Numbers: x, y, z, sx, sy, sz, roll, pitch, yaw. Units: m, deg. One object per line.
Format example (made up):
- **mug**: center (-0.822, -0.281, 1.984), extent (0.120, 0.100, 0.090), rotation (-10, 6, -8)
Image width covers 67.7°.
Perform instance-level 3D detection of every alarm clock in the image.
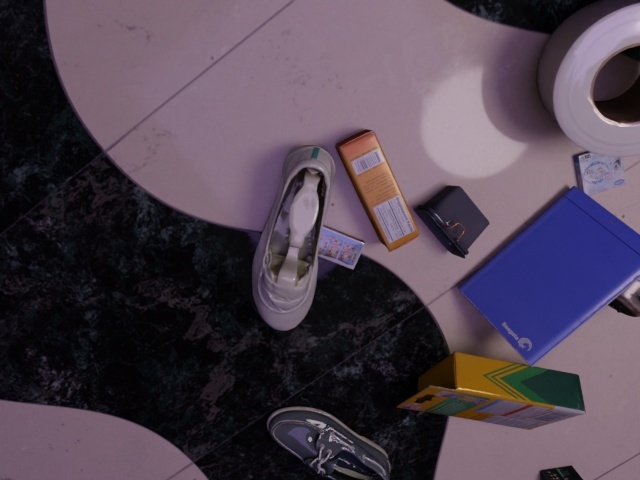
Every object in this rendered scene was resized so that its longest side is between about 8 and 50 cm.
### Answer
- **alarm clock**: center (0.615, 0.106, 0.969), extent (0.129, 0.192, 0.064), rotation (38, 90, -11)

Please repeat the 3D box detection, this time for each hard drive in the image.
- **hard drive**: center (0.471, 0.069, 0.966), extent (0.318, 0.040, 0.210), rotation (-44, 59, 9)

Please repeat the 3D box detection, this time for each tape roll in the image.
- **tape roll**: center (0.521, -0.288, 0.832), extent (0.246, 0.169, 0.246), rotation (7, 120, 11)

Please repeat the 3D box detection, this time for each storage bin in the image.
- **storage bin**: center (0.274, -0.045, 0.969), extent (0.091, 0.098, 0.135), rotation (-44, 103, -2)

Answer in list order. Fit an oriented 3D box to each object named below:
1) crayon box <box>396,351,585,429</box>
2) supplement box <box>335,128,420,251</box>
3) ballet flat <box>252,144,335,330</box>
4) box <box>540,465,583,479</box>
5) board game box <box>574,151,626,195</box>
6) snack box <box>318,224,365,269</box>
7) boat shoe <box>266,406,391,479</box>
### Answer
- **crayon box**: center (0.347, 0.321, 1.015), extent (0.323, 0.083, 0.203), rotation (11, 148, -6)
- **supplement box**: center (0.114, -0.099, 0.949), extent (0.080, 0.078, 0.233), rotation (-25, 106, 1)
- **ballet flat**: center (-0.057, 0.016, 0.922), extent (0.139, 0.139, 0.400), rotation (12, 107, -6)
- **box**: center (0.595, 0.604, 1.178), extent (0.083, 0.052, 0.062), rotation (-9, 105, -2)
- **board game box**: center (0.579, -0.146, 0.987), extent (0.090, 0.020, 0.090), rotation (-17, 105, 2)
- **snack box**: center (0.000, 0.000, 0.999), extent (0.178, 0.022, 0.064), rotation (21, 104, -8)
- **boat shoe**: center (0.024, 0.484, 1.093), extent (0.319, 0.099, 0.116), rotation (29, 102, -10)
